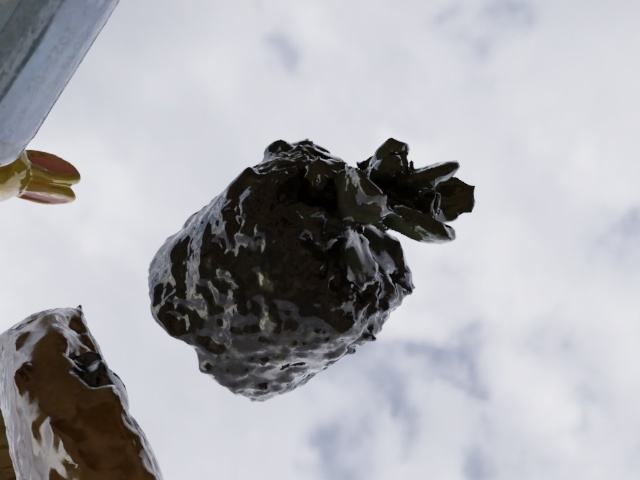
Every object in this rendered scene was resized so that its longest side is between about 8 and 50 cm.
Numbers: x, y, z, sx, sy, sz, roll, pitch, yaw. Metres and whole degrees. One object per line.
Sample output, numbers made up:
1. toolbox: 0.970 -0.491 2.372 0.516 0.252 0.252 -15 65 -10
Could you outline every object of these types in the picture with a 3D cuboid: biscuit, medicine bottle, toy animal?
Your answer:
1. biscuit: -0.096 0.163 0.836 0.075 0.296 0.296 -25 -123 -8
2. medicine bottle: -0.107 -0.131 0.678 0.083 0.203 0.083 34 -165 -10
3. toy animal: -0.251 -0.062 1.211 0.159 0.083 0.070 19 -149 -8

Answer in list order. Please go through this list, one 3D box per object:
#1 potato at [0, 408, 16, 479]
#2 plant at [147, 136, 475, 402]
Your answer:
1. potato: -0.235 0.234 1.207 0.141 0.296 0.192 -10 -118 -30
2. plant: 0.000 0.000 1.634 0.213 0.312 0.215 47 -151 0
